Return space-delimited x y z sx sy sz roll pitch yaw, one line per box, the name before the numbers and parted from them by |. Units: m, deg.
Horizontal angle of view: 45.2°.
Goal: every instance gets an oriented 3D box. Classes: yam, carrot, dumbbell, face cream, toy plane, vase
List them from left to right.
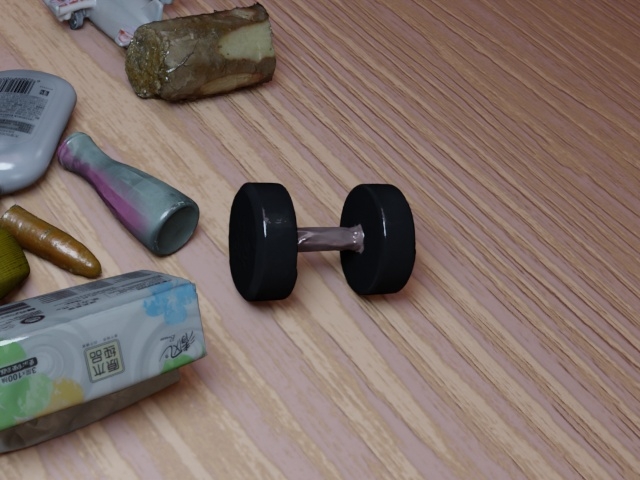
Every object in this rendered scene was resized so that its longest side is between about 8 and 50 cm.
face cream | -0.426 -0.125 1.029 0.143 0.071 0.291 3 45 -2
carrot | -0.333 0.004 0.960 0.139 0.048 0.048 27 45 5
toy plane | -0.340 -0.405 1.303 0.252 0.118 0.252 10 42 -9
vase | -0.266 -0.071 1.036 0.214 0.086 0.086 36 46 21
yam | -0.187 -0.302 1.244 0.238 0.128 0.129 -19 68 -34
dumbbell | 0.000 0.000 1.007 0.218 0.153 0.153 -1 48 -21

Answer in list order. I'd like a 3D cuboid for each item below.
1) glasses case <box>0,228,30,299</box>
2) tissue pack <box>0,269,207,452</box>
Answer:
glasses case | -0.376 0.036 0.825 0.064 0.079 0.234 -22 8 3
tissue pack | -0.253 0.129 0.809 0.229 0.145 0.159 -17 12 -32
